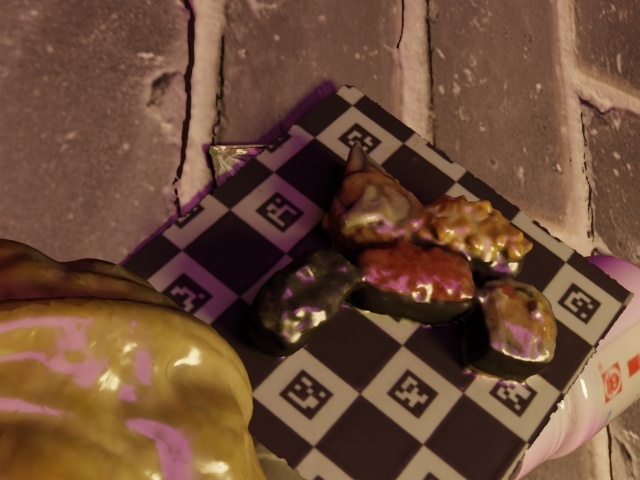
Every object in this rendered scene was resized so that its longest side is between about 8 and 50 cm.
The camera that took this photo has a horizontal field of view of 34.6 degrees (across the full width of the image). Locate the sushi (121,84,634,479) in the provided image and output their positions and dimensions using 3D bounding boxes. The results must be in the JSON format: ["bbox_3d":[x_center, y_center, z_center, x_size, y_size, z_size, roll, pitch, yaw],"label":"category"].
[{"bbox_3d":[0.060,0.030,0.844,0.343,0.064,0.359,38,54,12],"label":"sushi"}]

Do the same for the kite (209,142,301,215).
[{"bbox_3d":[0.000,0.000,0.944,0.268,0.013,0.322,37,57,-18],"label":"kite"}]

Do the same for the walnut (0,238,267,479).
[{"bbox_3d":[-0.174,0.138,0.599,0.277,0.253,0.282,10,60,-41],"label":"walnut"}]

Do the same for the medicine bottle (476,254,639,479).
[{"bbox_3d":[0.213,0.120,0.967,0.255,0.152,0.152,-24,88,-38],"label":"medicine bottle"}]
